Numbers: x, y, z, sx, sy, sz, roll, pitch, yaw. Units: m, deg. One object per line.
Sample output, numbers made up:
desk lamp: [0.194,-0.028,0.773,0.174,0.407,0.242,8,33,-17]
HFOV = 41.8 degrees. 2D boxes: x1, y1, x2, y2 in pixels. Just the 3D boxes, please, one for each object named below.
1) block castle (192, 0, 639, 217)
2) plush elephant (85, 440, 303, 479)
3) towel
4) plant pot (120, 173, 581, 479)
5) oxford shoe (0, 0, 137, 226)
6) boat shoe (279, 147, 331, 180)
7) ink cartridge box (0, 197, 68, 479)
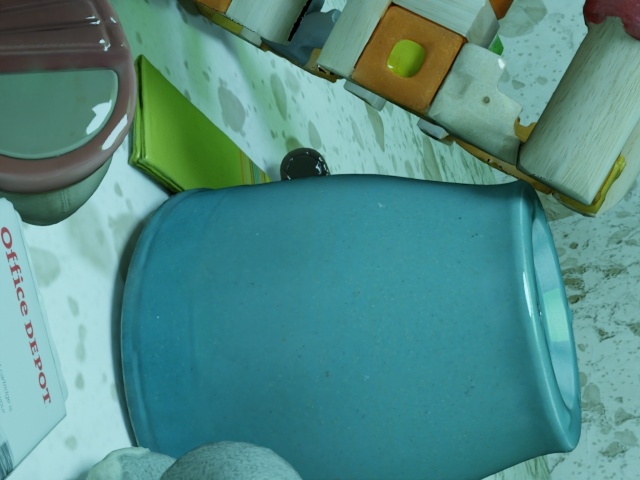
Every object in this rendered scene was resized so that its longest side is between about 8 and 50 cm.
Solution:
block castle: [0.079,-0.209,0.661,0.213,0.453,0.303,-62,160,8]
plush elephant: [-0.058,0.203,0.279,0.255,0.330,0.272,15,68,-47]
towel: [-0.090,-0.054,0.723,0.237,0.021,0.102,43,33,-56]
plant pot: [0.044,0.071,0.602,0.271,0.255,0.272,-11,90,-69]
oxford shoe: [-0.199,-0.164,0.412,0.348,0.123,0.130,68,-24,10]
boat shoe: [0.000,0.000,0.866,0.072,0.068,0.190,163,-82,-82]
ink cartridge box: [-0.150,0.047,0.292,0.135,0.056,0.099,-63,142,-77]
